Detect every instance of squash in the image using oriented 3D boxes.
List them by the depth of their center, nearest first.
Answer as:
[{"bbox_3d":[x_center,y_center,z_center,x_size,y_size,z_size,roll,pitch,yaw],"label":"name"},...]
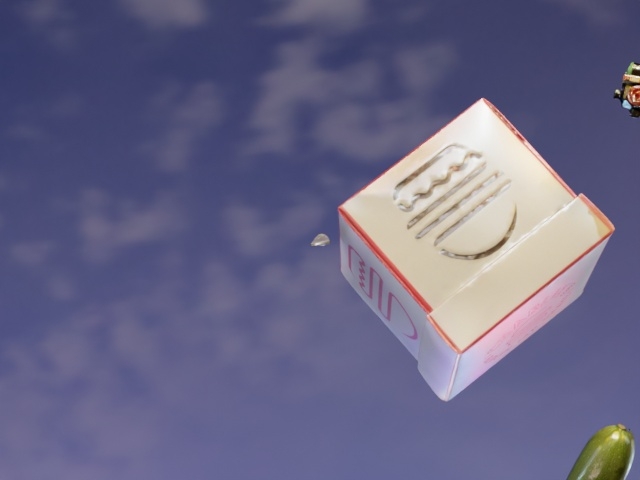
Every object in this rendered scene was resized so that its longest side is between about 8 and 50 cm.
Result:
[{"bbox_3d":[0.417,0.431,2.143,0.095,0.094,0.340,5,-57,-18],"label":"squash"}]

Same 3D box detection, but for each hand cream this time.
[{"bbox_3d":[0.000,0.000,2.084,0.030,0.019,0.093,-8,1,1],"label":"hand cream"}]

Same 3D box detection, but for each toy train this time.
[{"bbox_3d":[0.480,-0.208,1.870,0.138,0.087,0.050,13,-17,12],"label":"toy train"}]

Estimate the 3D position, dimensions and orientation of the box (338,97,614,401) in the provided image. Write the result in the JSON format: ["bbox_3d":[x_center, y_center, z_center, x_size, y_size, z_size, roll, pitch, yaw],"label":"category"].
[{"bbox_3d":[0.231,0.020,2.131,0.314,0.300,0.312,-37,-17,-11],"label":"box"}]
